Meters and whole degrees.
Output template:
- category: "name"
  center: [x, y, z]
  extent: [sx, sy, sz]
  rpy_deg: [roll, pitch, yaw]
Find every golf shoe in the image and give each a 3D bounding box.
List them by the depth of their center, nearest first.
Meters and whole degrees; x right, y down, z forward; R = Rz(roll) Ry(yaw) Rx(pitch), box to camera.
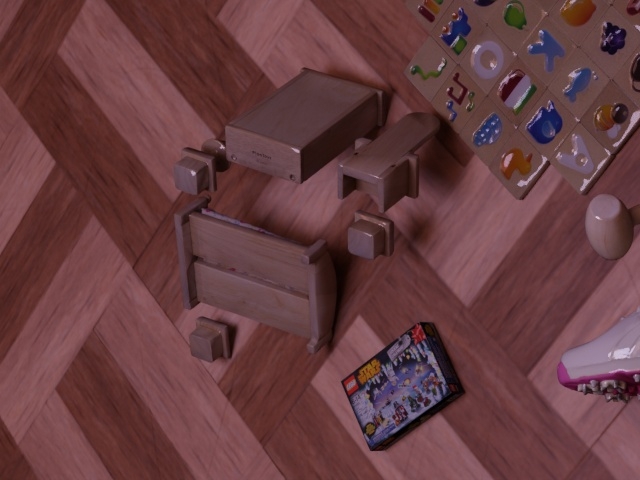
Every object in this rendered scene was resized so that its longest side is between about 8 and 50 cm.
- category: "golf shoe"
  center: [0.370, 0.075, 1.732]
  extent: [0.306, 0.115, 0.140]
  rpy_deg: [-17, 67, 31]

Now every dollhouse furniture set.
- category: "dollhouse furniture set"
  center: [0.000, 0.000, 2.105]
  extent: [0.303, 0.174, 0.355]
  rpy_deg: [19, 128, 29]

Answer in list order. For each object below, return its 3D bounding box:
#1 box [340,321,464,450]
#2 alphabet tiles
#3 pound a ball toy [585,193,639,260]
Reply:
- category: "box"
  center: [0.091, 0.166, 2.014]
  extent: [0.137, 0.027, 0.094]
  rpy_deg: [-40, 60, 32]
- category: "alphabet tiles"
  center: [0.234, -0.223, 1.935]
  extent: [0.285, 0.011, 0.342]
  rpy_deg: [-54, 55, 24]
- category: "pound a ball toy"
  center: [0.407, -0.034, 1.603]
  extent: [0.319, 0.136, 0.208]
  rpy_deg: [-30, 54, 8]
